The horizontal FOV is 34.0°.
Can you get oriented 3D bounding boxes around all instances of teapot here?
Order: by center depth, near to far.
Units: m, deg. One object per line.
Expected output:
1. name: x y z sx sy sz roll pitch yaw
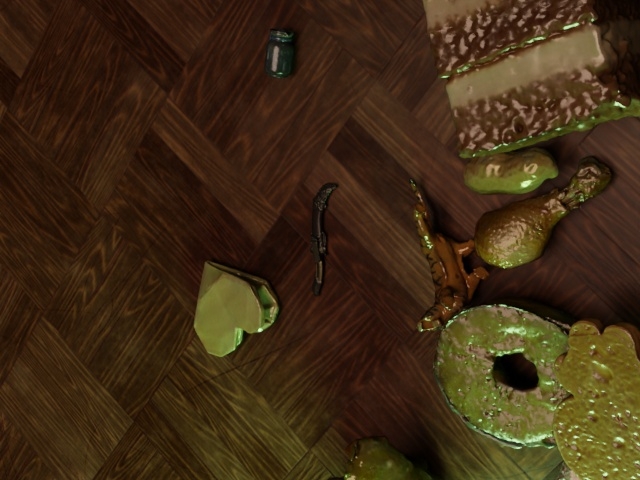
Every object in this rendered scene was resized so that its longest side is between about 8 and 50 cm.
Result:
1. teapot: -0.071 -0.333 1.853 0.049 0.063 0.083 8 108 -1

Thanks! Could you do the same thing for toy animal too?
1. toy animal: 0.200 0.017 1.748 0.116 0.114 0.255 144 114 -64

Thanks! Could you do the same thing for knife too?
1. knife: -0.005 -0.002 1.912 0.045 0.021 0.222 18 112 26

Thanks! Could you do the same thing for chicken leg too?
1. chicken leg: 0.343 -0.041 1.632 0.251 0.087 0.107 -41 91 28

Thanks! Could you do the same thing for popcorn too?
1. popcorn: 0.079 0.521 1.818 0.290 0.325 0.321 49 116 8

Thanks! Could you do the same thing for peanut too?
1. peanut: 0.292 -0.112 1.632 0.174 0.080 0.080 -2 102 49

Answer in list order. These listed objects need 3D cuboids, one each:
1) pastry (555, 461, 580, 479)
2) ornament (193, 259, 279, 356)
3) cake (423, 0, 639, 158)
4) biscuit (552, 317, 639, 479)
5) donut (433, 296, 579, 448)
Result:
1. pastry: 0.416 0.441 1.702 0.102 0.112 0.265 21 115 20
2. ornament: -0.185 0.119 2.048 0.201 0.059 0.180 -36 79 37
3. cake: 0.320 -0.284 1.477 0.282 0.255 0.290 -18 89 38
4. biscuit: 0.437 0.252 1.564 0.202 0.044 0.289 -2 103 43
5. donut: 0.329 0.204 1.702 0.272 0.107 0.272 11 113 28
